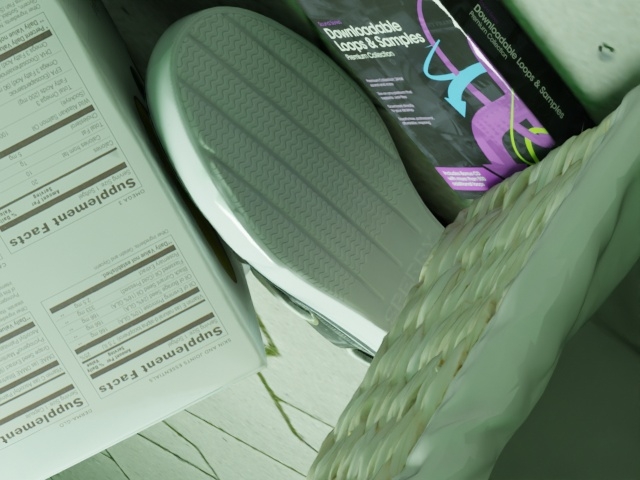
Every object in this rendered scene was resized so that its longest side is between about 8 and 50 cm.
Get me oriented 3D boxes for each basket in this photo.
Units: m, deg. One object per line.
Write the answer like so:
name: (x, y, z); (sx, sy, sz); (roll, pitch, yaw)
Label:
basket: (0.155, 0.159, 0.765); (0.331, 0.328, 0.266); (34, 163, -10)

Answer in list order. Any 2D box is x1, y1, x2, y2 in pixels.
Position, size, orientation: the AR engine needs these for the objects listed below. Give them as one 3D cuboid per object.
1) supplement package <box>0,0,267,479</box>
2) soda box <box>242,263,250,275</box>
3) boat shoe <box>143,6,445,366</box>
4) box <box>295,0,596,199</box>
supplement package: (-0.184, -0.026, 1.004); (0.263, 0.198, 0.199); (62, -177, -24)
soda box: (-0.135, -0.032, 1.239); (0.216, 0.074, 0.069); (20, 153, 40)
boat shoe: (0.000, 0.000, 1.012); (0.119, 0.121, 0.335); (0, 139, 53)
box: (0.066, -0.084, 0.860); (0.162, 0.029, 0.116); (49, 157, -23)
